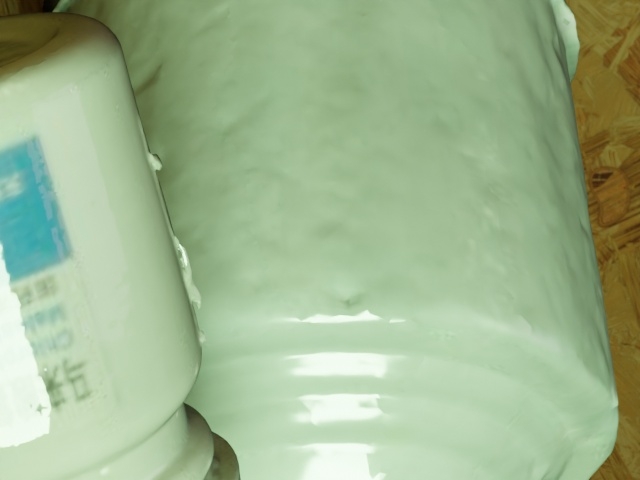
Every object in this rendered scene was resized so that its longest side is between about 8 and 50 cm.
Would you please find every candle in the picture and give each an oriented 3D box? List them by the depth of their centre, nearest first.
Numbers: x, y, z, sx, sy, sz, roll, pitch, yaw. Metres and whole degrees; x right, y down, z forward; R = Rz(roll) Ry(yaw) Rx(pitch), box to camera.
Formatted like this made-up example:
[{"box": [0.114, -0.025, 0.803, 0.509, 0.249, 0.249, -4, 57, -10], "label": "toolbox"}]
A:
[{"box": [0.000, 0.000, 0.682, 0.221, 0.221, 0.342, 67, 16, -55], "label": "candle"}]

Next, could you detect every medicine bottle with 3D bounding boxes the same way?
[{"box": [-0.083, 0.031, 0.483, 0.105, 0.105, 0.168, -78, 156, -68], "label": "medicine bottle"}]
